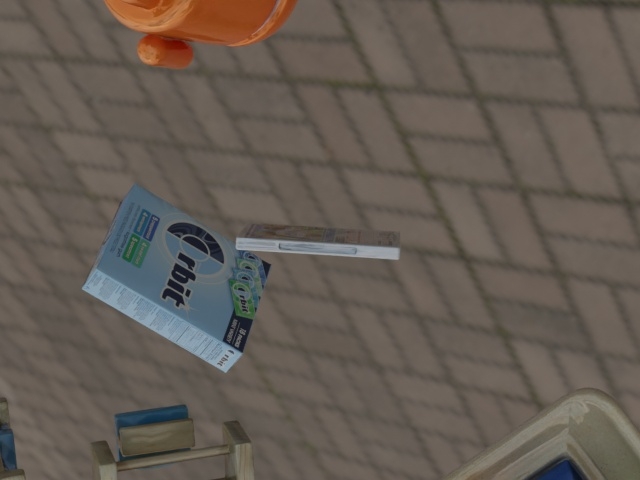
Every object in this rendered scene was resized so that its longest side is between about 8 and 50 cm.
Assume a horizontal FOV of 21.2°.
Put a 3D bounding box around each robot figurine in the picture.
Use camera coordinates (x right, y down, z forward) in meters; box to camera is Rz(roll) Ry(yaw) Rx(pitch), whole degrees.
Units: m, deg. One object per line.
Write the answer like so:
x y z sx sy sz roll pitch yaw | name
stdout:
-0.102 -0.228 1.444 0.128 0.219 0.158 -6 86 36 | robot figurine

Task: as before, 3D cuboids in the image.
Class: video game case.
0.000 0.000 1.302 0.122 0.011 0.087 4 -171 2 | video game case

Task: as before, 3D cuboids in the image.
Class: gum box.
-0.155 0.039 1.889 0.184 0.157 0.041 32 128 -12 | gum box

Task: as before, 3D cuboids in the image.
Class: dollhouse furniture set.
-0.137 0.165 0.962 0.129 0.184 0.128 -137 42 -70 | dollhouse furniture set

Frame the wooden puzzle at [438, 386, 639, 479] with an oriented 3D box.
0.173 0.334 1.366 0.322 0.348 0.080 53 -166 -10 | wooden puzzle
